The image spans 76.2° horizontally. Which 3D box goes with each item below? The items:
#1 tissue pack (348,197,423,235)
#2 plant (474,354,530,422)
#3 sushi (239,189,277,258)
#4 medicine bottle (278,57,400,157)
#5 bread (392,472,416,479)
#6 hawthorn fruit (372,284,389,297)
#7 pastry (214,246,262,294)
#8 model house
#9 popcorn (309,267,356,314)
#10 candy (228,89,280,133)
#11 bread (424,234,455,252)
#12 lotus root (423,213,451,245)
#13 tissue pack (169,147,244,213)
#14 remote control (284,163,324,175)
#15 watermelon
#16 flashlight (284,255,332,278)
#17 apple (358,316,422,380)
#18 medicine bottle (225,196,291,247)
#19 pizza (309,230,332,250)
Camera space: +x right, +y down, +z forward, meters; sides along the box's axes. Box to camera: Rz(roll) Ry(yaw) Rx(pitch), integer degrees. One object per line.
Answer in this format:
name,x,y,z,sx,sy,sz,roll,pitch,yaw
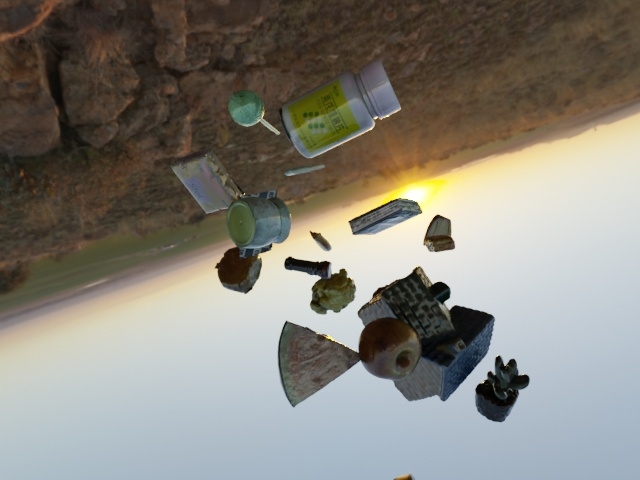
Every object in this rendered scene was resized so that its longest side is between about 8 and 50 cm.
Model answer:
tissue pack,0.248,-0.089,1.568,0.235,0.073,0.173,-26,164,36
plant,0.674,0.554,1.536,0.146,0.274,0.149,26,-139,26
sushi,-0.274,-0.072,1.719,0.043,0.279,0.193,24,-151,39
medicine bottle,0.068,-0.454,1.419,0.379,0.213,0.213,-23,-179,17
bread,0.254,0.746,1.175,0.086,0.125,0.156,-14,-172,4
hawthorn fruit,0.305,0.264,1.859,0.125,0.140,0.125,-41,-172,7
pastry,-0.366,0.136,1.859,0.218,0.229,0.100,-26,149,11
model house,0.437,0.329,1.588,0.395,0.445,0.400,-29,169,-28
popcorn,0.070,0.286,2.275,0.250,0.235,0.241,-39,-146,32
candy,-0.219,-0.453,1.533,0.119,0.119,0.440,-19,178,11
bread,0.381,0.009,1.306,0.074,0.053,0.132,-10,-178,4
lotus root,0.513,-0.053,1.805,0.159,0.135,0.095,-3,-153,-31
tissue pack,-0.462,-0.247,1.694,0.215,0.256,0.123,-8,-142,33
remote control,-0.063,-0.285,1.626,0.162,0.029,0.061,-20,-167,-34
watermelon,-0.028,0.453,1.471,0.293,0.250,0.283,24,176,17
flashlight,-0.062,0.129,1.965,0.232,0.093,0.093,6,-169,19
apple,0.232,0.366,1.378,0.211,0.211,0.188,-20,-161,-15
medicine bottle,-0.177,-0.053,1.182,0.147,0.147,0.143,-18,174,41
pizza,0.005,0.005,2.272,0.056,0.134,0.271,-47,150,-2
